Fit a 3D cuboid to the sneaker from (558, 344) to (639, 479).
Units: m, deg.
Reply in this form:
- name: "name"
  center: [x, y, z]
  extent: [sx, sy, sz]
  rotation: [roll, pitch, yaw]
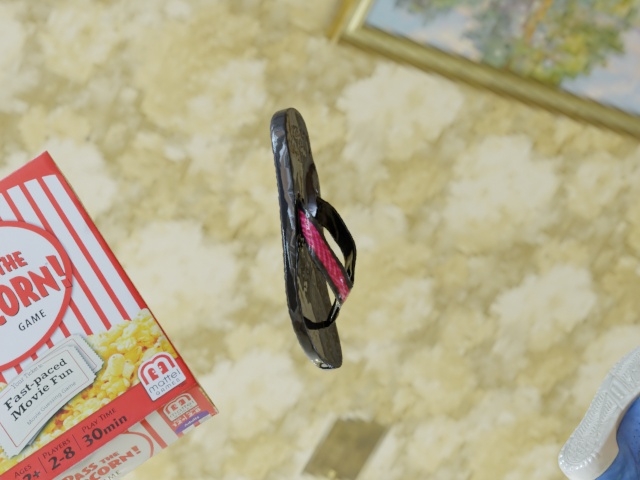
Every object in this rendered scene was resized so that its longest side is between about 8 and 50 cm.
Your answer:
- name: "sneaker"
  center: [0.254, 0.151, 1.277]
  extent: [0.058, 0.152, 0.084]
  rotation: [-5, 130, 54]

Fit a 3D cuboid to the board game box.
- name: "board game box"
  center: [-0.168, 0.061, 0.921]
  extent: [0.193, 0.147, 0.045]
  rotation: [52, 174, 32]

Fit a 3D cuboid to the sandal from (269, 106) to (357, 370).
- name: "sandal"
  center: [0.000, 0.000, 1.076]
  extent: [0.040, 0.179, 0.067]
  rotation: [-6, -173, 15]
